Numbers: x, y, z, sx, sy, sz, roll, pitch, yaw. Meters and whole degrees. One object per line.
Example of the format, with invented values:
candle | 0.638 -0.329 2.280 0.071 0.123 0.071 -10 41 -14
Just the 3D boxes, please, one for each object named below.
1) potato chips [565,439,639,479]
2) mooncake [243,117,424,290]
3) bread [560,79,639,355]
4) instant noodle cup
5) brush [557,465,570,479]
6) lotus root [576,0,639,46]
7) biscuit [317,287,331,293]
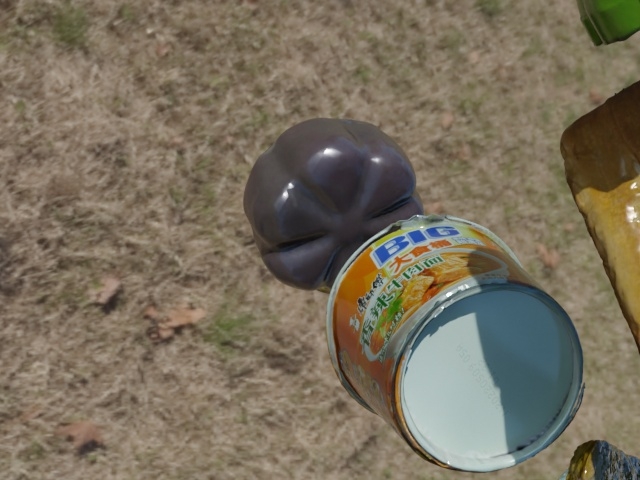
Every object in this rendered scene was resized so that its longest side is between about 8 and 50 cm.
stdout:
potato chips | 0.339 0.262 0.931 0.407 0.080 0.057 31 72 -43
mooncake | 0.020 -0.043 1.174 0.245 0.245 0.133 43 8 -34
bread | 0.325 0.024 0.680 0.149 0.195 0.343 15 54 -44
instant noodle cup | 0.166 0.132 1.066 0.297 0.214 0.296 -3 104 -12
brush | 0.420 0.426 1.299 0.010 0.218 0.082 23 107 -44
lotus root | 0.237 -0.249 0.616 0.186 0.186 0.186 15 70 -47
biscuit | 0.000 0.000 1.979 0.329 0.335 0.078 43 57 6
